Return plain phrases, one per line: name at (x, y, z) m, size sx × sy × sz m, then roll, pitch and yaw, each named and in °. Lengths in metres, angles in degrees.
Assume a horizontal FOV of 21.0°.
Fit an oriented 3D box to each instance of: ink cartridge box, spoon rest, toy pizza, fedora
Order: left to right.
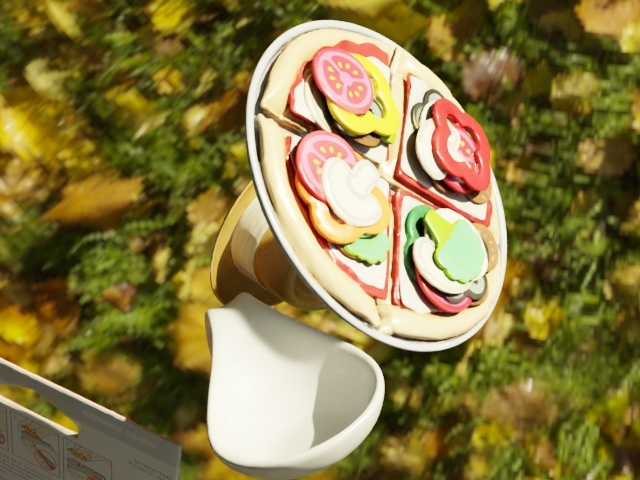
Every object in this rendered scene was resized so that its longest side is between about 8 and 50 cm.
ink cartridge box at (-0.238, 0.197, 1.539) m, size 0.296 × 0.066 × 0.261 m, roll 23°, pitch 131°, yaw 18°
spoon rest at (-0.040, 0.105, 1.335) m, size 0.137 × 0.276 × 0.084 m, roll -28°, pitch 111°, yaw -9°
fedora at (0.000, 0.000, 1.446) m, size 0.079 × 0.194 × 0.194 m, roll 42°, pitch 117°, yaw 32°
toy pizza at (0.041, -0.036, 0.968) m, size 0.032 × 0.201 × 0.201 m, roll -28°, pitch 103°, yaw 41°
